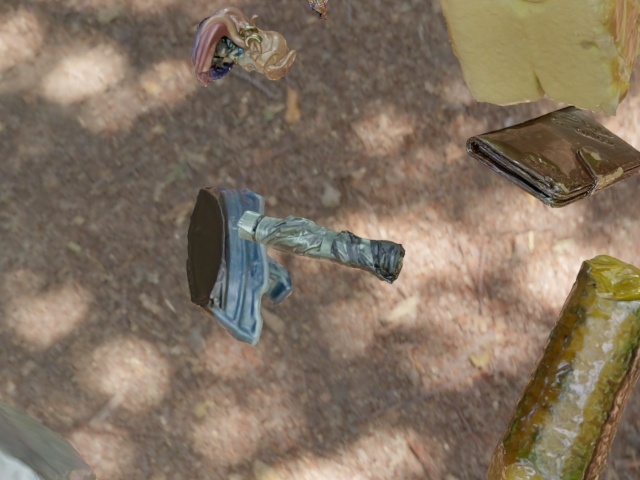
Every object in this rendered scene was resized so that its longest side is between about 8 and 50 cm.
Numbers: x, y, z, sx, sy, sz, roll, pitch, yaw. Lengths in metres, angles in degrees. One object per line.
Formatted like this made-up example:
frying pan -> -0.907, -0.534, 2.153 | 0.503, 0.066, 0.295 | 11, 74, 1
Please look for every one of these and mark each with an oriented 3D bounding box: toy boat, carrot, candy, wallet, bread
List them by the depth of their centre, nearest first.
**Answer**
wallet -> 0.198, -0.073, 1.015 | 0.095, 0.026, 0.176 | 39, 32, 24
candy -> -0.310, 0.211, 1.078 | 0.184, 0.195, 0.137 | 33, 86, 8
carrot -> 0.268, 0.164, 1.303 | 0.114, 0.114, 0.302 | 24, 94, 29
toy boat -> -0.110, 0.029, 1.766 | 0.129, 0.142, 0.309 | -48, 31, 31
bread -> 0.346, -0.428, 1.784 | 0.279, 0.390, 0.371 | 14, 65, 21

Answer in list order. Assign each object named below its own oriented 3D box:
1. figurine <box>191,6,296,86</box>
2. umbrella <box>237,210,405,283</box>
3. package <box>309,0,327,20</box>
figurine -> -0.116, -0.289, 1.842 | 0.157, 0.126, 0.114 | -3, 79, 17
umbrella -> 0.000, 0.000, 1.348 | 0.188, 0.050, 0.046 | 16, 56, 17
package -> -0.009, -0.436, 2.173 | 0.033, 0.077, 0.111 | -16, 100, 2
